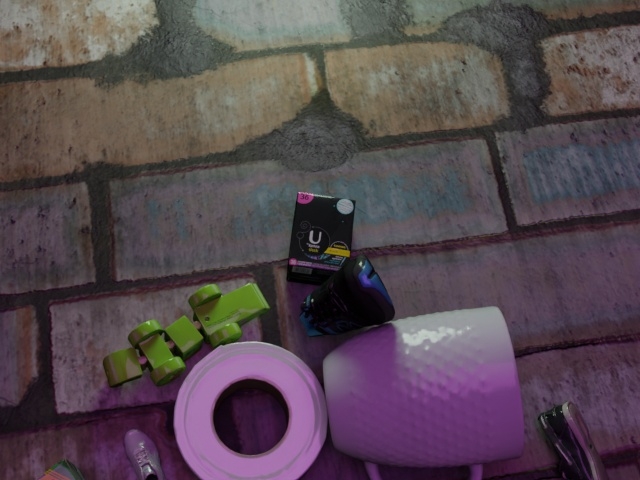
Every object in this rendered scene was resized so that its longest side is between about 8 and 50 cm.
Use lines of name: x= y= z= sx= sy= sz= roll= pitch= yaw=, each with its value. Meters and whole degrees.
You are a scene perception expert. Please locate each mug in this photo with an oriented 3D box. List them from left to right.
mug: x=0.183 y=0.322 z=1.608 sx=0.327 sy=0.276 sz=0.374 roll=-7 pitch=99 yaw=3

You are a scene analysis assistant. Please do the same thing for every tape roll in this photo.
tape roll: x=-0.130 y=0.334 z=1.641 sx=0.286 sy=0.100 sz=0.286 roll=2 pitch=69 yaw=-4

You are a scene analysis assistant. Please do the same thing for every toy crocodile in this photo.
toy crocodile: x=-0.255 y=0.185 z=1.695 sx=0.340 sy=0.105 sz=0.115 roll=-30 pitch=74 yaw=-20

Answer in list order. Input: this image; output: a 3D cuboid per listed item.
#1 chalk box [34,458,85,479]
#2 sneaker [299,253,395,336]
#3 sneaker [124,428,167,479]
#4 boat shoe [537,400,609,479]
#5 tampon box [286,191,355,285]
chalk box: x=-0.431 y=0.510 z=1.526 sx=0.132 sy=0.132 sz=0.213 roll=-33 pitch=74 yaw=-17
sneaker: x=0.043 y=0.123 z=1.614 sx=0.139 sy=0.341 sz=0.125 roll=-24 pitch=78 yaw=-11
sneaker: x=-0.316 y=0.411 z=1.614 sx=0.053 sy=0.061 sz=0.152 roll=-27 pitch=72 yaw=-13
boat shoe: x=0.496 y=0.429 z=1.690 sx=0.079 sy=0.084 sz=0.233 roll=-28 pitch=78 yaw=24
tampon box: x=0.000 y=0.000 z=1.782 sx=0.120 sy=0.101 sz=0.161 roll=8 pitch=68 yaw=-3
